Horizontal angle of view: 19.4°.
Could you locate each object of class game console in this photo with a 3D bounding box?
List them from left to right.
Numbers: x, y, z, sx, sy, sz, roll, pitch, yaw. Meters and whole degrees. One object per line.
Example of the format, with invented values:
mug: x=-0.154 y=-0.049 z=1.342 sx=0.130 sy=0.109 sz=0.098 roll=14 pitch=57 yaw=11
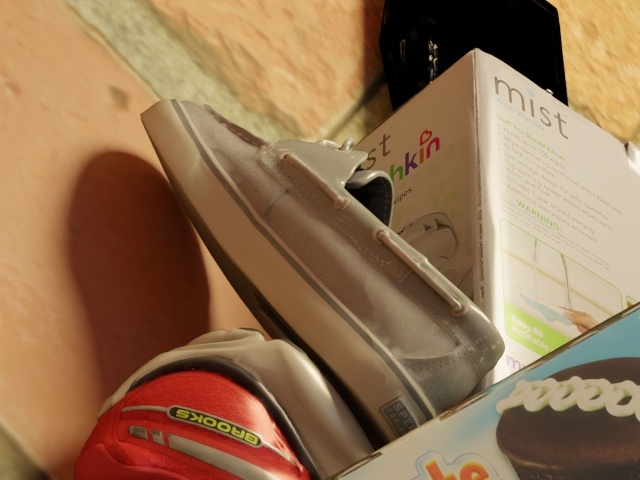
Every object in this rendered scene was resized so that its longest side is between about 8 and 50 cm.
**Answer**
game console: x=0.179 y=-0.043 z=1.162 sx=0.361 sy=0.044 sz=0.213 roll=31 pitch=40 yaw=-29

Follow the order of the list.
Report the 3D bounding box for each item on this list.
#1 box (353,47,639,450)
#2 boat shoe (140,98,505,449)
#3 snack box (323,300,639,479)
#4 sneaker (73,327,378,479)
box: x=0.135 y=0.070 z=0.939 sx=0.262 sy=0.127 sz=0.231 roll=30 pitch=40 yaw=-28
boat shoe: x=0.000 y=0.000 z=0.827 sx=0.227 sy=0.081 sz=0.079 roll=48 pitch=-13 yaw=39
snack box: x=0.048 y=0.168 z=0.680 sx=0.322 sy=0.060 sz=0.187 roll=-27 pitch=83 yaw=-26
sneaker: x=0.002 y=0.171 z=0.749 sx=0.279 sy=0.107 sz=0.118 roll=50 pitch=53 yaw=3
